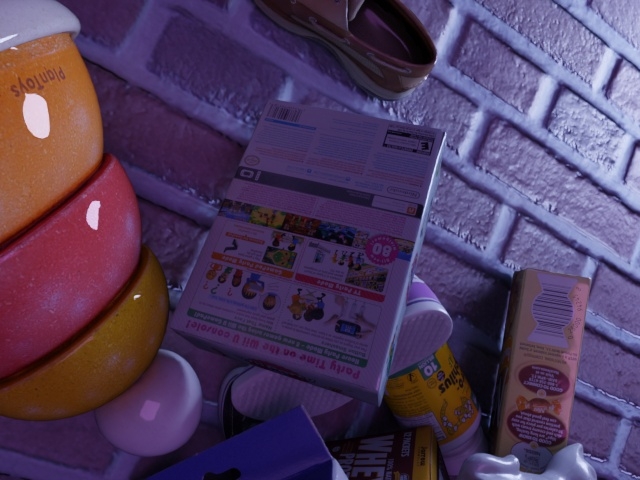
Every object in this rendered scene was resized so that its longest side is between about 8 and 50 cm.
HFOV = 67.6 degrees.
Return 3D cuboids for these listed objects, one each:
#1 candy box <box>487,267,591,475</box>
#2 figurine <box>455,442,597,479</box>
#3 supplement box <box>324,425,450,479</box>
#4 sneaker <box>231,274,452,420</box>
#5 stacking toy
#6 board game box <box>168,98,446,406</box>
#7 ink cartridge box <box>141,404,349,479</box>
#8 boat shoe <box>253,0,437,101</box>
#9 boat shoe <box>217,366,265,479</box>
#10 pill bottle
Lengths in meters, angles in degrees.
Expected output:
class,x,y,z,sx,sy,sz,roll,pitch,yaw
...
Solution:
class,x,y,z,sx,sy,sz,roll,pitch,yaw
candy box,0.308,0.204,0.699,0.087,0.183,0.317,10,87,18
figurine,0.242,0.340,0.529,0.209,0.092,0.215,7,84,-34
supplement box,0.076,0.369,0.607,0.191,0.129,0.194,-16,98,17
sneaker,0.013,0.122,0.632,0.281,0.161,0.102,-22,123,-3
stacking toy,-0.271,0.059,0.465,0.350,0.350,0.480,-36,118,-16
board game box,0.000,0.000,0.548,0.223,0.098,0.304,14,66,14
ink cartridge box,-0.071,0.385,0.537,0.303,0.072,0.307,-31,95,15
boat shoe,0.027,-0.319,0.630,0.324,0.116,0.123,31,81,-18
boat shoe,-0.085,0.283,0.619,0.080,0.076,0.229,-4,92,-20
pill bottle,0.155,0.222,0.683,0.117,0.117,0.209,-32,100,-16
